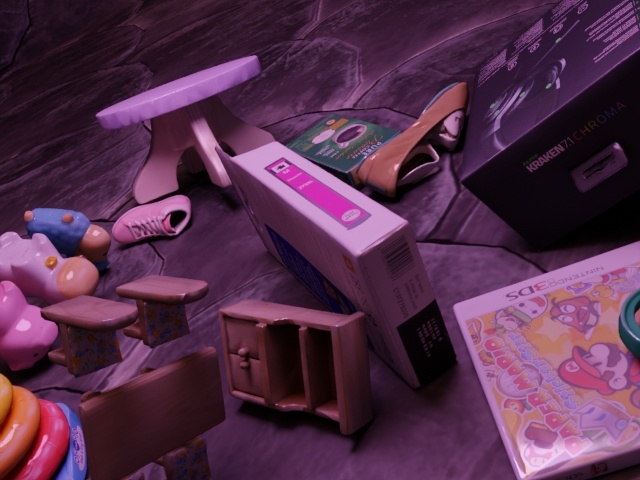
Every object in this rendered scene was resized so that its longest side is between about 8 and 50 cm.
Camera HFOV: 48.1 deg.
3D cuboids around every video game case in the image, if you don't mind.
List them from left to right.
[{"bbox_3d":[0.244,0.100,0.640,0.206,0.026,0.227,-20,33,8],"label":"video game case"}]

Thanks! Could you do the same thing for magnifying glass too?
[{"bbox_3d":[0.355,0.042,0.616,0.231,0.026,0.092,-23,35,-20],"label":"magnifying glass"}]

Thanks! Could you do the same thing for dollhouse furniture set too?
[{"bbox_3d":[-0.089,0.140,0.640,0.161,0.212,0.242,5,16,40],"label":"dollhouse furniture set"}]

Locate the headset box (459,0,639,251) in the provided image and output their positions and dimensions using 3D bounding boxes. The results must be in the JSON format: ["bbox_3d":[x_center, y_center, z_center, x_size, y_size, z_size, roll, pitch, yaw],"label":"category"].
[{"bbox_3d":[0.293,-0.159,0.789,0.246,0.131,0.283,-39,20,37],"label":"headset box"}]

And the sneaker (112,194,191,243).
[{"bbox_3d":[-0.265,-0.027,1.130,0.134,0.051,0.070,-24,27,-7],"label":"sneaker"}]

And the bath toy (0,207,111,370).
[{"bbox_3d":[-0.412,0.107,0.972,0.151,0.129,0.348,9,43,14],"label":"bath toy"}]

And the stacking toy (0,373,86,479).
[{"bbox_3d":[-0.379,0.160,0.707,0.166,0.302,0.175,-29,32,-6],"label":"stacking toy"}]

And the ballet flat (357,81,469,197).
[{"bbox_3d":[0.152,-0.138,1.015,0.232,0.080,0.073,-41,64,-20],"label":"ballet flat"}]

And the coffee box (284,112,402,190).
[{"bbox_3d":[0.035,-0.140,1.104,0.113,0.040,0.184,-38,35,-19],"label":"coffee box"}]

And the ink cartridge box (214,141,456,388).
[{"bbox_3d":[0.000,0.000,0.803,0.069,0.175,0.371,-34,34,-15],"label":"ink cartridge box"}]

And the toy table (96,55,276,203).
[{"bbox_3d":[-0.204,-0.180,1.171,0.274,0.161,0.252,-21,20,-7],"label":"toy table"}]
